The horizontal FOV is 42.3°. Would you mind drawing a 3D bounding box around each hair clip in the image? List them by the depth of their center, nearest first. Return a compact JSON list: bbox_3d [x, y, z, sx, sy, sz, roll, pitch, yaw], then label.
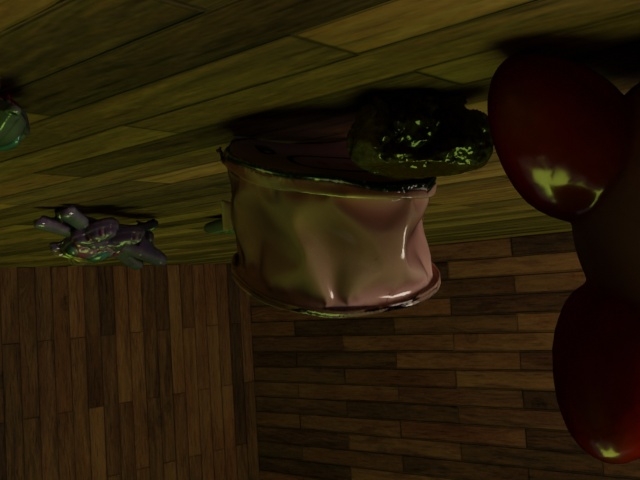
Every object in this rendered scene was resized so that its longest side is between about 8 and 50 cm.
[{"bbox_3d":[-0.324,-0.002,1.297,0.137,0.090,0.278,-14,173,18],"label":"hair clip"}]

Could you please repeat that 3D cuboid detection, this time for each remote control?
[{"bbox_3d":[-0.134,-0.034,1.445,0.162,0.029,0.061,-14,172,43],"label":"remote control"}]

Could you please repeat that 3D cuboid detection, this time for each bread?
[{"bbox_3d":[0.074,-0.082,0.647,0.113,0.060,0.082,0,175,-15],"label":"bread"}]

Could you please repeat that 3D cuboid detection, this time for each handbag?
[{"bbox_3d":[0.012,-0.021,0.739,0.205,0.117,0.179,-3,-160,-24],"label":"handbag"}]

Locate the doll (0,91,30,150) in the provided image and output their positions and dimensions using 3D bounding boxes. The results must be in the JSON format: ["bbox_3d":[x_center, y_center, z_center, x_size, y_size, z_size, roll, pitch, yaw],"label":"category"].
[{"bbox_3d":[-0.224,-0.081,0.560,0.057,0.039,0.114,47,159,-26],"label":"doll"}]

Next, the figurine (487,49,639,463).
[{"bbox_3d":[0.269,-0.020,0.562,0.261,0.270,0.211,-16,179,17],"label":"figurine"}]
